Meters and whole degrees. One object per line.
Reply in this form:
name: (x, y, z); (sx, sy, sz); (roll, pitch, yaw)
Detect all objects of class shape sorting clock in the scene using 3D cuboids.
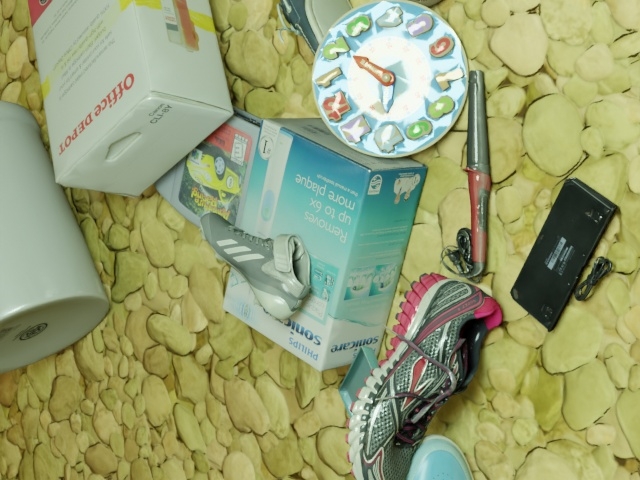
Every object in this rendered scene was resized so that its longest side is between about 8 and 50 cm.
shape sorting clock: (0.089, -0.211, 1.574); (0.206, 0.040, 0.206); (2, 96, 14)

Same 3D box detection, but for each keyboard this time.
keyboard: (0.303, 0.025, 1.466); (0.108, 0.023, 0.180); (44, 124, 39)

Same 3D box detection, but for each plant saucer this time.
plant saucer: (0.058, 0.203, 1.663); (0.192, 0.018, 0.067); (107, 141, -64)

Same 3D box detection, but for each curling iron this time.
curling iron: (0.191, -0.081, 1.553); (0.068, 0.035, 0.274); (9, 101, 43)

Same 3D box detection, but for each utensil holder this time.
utensil holder: (-0.579, 0.005, 2.120); (0.327, 0.328, 0.385); (-41, 70, 39)

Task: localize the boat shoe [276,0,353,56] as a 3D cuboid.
boat shoe: (-0.020, -0.330, 1.690); (0.079, 0.095, 0.254); (-39, 66, 38)

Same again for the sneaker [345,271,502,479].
sneaker: (0.126, 0.185, 1.529); (0.112, 0.121, 0.299); (17, 79, 35)

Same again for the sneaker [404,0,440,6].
sneaker: (0.092, -0.447, 1.581); (0.099, 0.153, 0.282); (-30, 104, 39)

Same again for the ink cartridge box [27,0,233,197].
ink cartridge box: (-0.304, -0.298, 1.874); (0.279, 0.160, 0.384); (-36, 57, 39)

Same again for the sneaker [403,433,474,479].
sneaker: (0.172, 0.402, 1.495); (0.208, 0.127, 0.319); (153, 116, -74)

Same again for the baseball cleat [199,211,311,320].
baseball cleat: (-0.080, 0.012, 1.642); (0.206, 0.072, 0.109); (48, 112, 25)

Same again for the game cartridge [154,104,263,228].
game cartridge: (-0.147, -0.106, 1.869); (0.294, 0.060, 0.196); (28, 117, 39)

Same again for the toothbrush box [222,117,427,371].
toothbrush box: (0.000, 0.000, 1.686); (0.216, 0.126, 0.295); (30, 116, 38)
